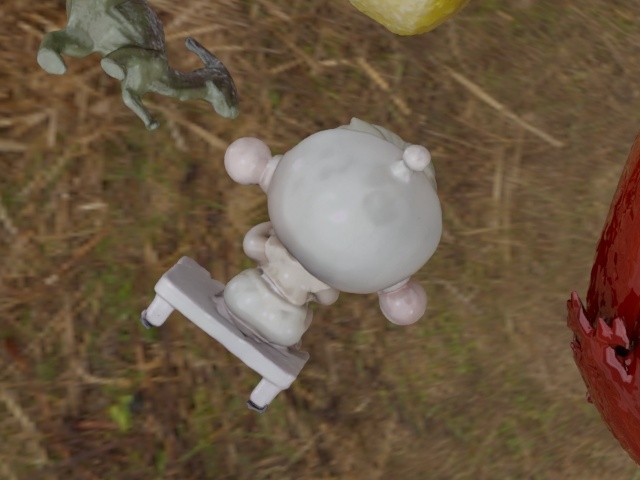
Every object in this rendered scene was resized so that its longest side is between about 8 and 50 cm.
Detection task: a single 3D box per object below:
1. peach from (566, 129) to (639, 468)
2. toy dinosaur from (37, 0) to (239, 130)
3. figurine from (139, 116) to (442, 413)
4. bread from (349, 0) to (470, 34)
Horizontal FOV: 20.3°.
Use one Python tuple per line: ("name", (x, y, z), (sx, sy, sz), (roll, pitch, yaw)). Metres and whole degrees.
("peach", (0.295, 0.009, 0.864), (0.370, 0.370, 0.370), (0, 90, 22))
("toy dinosaur", (-0.207, -0.207, 1.764), (0.077, 0.162, 0.294), (-37, 100, 29))
("figurine", (-0.007, -0.001, 1.376), (0.182, 0.144, 0.257), (49, 116, 18))
("bread", (0.093, -0.300, 1.738), (0.170, 0.197, 0.197), (31, 102, -8))
